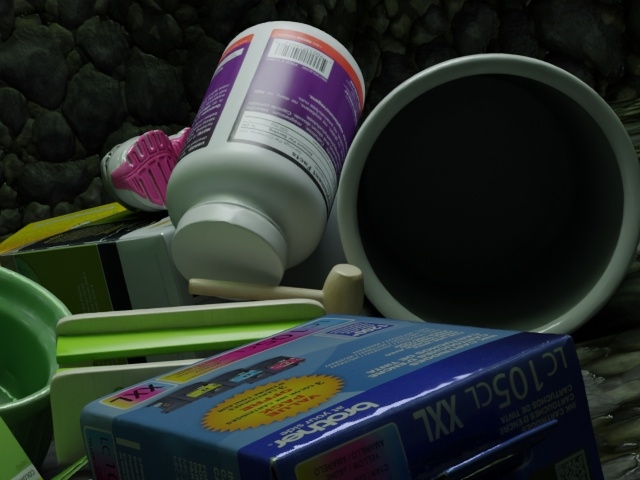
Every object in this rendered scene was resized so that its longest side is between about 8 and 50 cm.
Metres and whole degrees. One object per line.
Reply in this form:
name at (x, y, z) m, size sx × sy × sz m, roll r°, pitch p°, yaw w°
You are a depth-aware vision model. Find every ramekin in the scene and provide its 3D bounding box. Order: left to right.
ramekin at (-0.415, 0.151, 1.517) m, size 0.304 × 0.148 × 0.303 m, roll 12°, pitch 27°, yaw -6°

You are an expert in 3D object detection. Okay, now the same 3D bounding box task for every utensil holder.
utensil holder at (0.186, -0.060, 1.706) m, size 0.328 × 0.327 × 0.385 m, roll -14°, pitch 7°, yaw 3°

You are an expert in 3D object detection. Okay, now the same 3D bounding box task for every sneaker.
sneaker at (-0.224, -0.078, 1.795) m, size 0.111 × 0.103 × 0.252 m, roll -16°, pitch 2°, yaw 12°

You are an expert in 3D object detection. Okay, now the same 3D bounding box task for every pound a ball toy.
pound a ball toy at (-0.102, 0.132, 1.436) m, size 0.319 × 0.135 × 0.208 m, roll -4°, pitch 24°, yaw -6°

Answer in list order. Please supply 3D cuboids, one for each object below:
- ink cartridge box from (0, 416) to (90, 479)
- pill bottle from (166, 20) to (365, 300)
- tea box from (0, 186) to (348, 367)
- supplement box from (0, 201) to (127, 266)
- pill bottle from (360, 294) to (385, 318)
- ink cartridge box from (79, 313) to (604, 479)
ink cartridge box at (-0.308, 0.209, 1.252) m, size 0.255 × 0.097 × 0.189 m, roll -34°, pitch 1°, yaw 22°
pill bottle at (-0.065, -0.090, 1.624) m, size 0.182 × 0.181 × 0.323 m, roll -10°, pitch 41°, yaw 27°
tea box at (-0.169, 0.061, 1.840) m, size 0.324 × 0.219 × 0.329 m, roll -5°, pitch 12°, yaw 43°
supplement box at (-0.369, 0.065, 2.225) m, size 0.195 × 0.194 × 0.356 m, roll -14°, pitch 9°, yaw 2°
pill bottle at (0.039, 0.093, 1.709) m, size 0.094 × 0.094 × 0.169 m, roll -11°, pitch 9°, yaw 17°
ink cartridge box at (0.024, 0.169, 1.088) m, size 0.270 × 0.151 × 0.395 m, roll -19°, pitch 12°, yaw -30°
